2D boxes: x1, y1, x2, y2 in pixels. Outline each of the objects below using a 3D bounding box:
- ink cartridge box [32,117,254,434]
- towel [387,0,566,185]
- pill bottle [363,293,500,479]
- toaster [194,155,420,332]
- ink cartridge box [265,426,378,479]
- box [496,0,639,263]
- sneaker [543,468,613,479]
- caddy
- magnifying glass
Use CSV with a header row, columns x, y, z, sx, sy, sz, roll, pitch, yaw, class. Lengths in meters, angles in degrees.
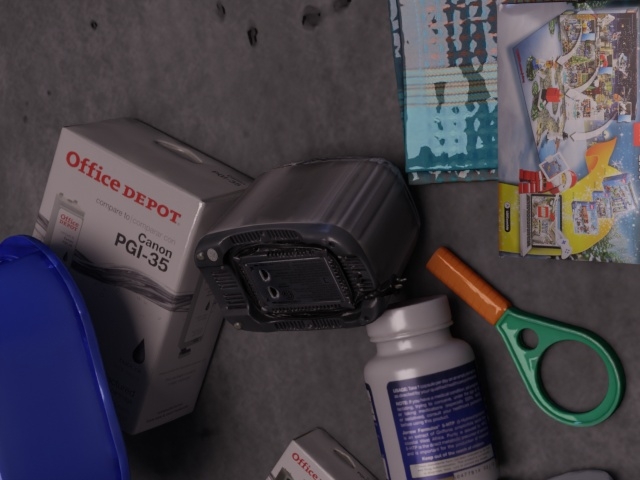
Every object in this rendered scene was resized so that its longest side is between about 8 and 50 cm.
x,y,z,sx,sy,sz,roll,pitch,yaw,class
-0.210,0.034,1.562,0.207,0.117,0.283,28,111,25,ink cartridge box
0.230,-0.194,1.319,0.370,0.040,0.271,-2,97,30,towel
0.103,0.152,1.400,0.112,0.112,0.186,-11,92,31,pill bottle
0.000,0.000,1.400,0.227,0.146,0.129,-6,125,33,toaster
-0.014,0.282,1.520,0.099,0.056,0.135,40,115,20,ink cartridge box
0.239,-0.097,1.282,0.159,0.044,0.233,3,99,29,box
0.191,0.285,1.395,0.212,0.080,0.094,-11,103,30,sneaker
-0.302,0.167,1.473,0.241,0.179,0.341,-11,94,56,caddy
0.195,0.089,1.388,0.231,0.026,0.092,42,116,19,magnifying glass
